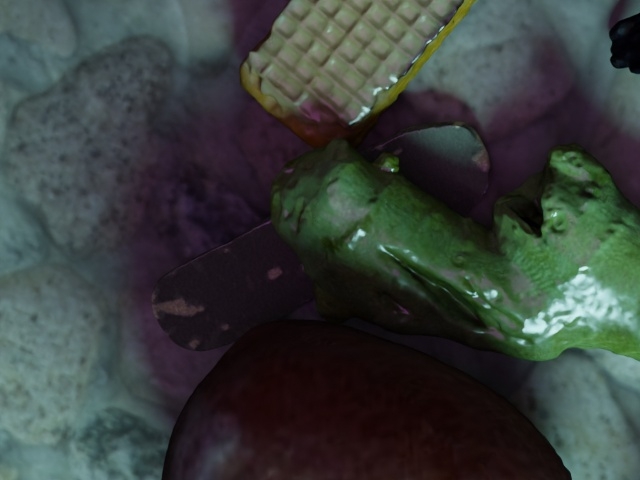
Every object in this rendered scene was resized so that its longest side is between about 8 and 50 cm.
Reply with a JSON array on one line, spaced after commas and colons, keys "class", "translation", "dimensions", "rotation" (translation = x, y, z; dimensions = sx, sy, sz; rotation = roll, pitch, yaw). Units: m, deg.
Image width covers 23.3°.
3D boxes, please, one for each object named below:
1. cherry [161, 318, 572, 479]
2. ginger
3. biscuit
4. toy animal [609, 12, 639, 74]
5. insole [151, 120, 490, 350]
[{"class": "cherry", "translation": [0.022, 0.181, 0.941], "dimensions": [0.261, 0.221, 0.307], "rotation": [-32, 75, 16]}, {"class": "ginger", "translation": [0.113, 0.005, 0.960], "dimensions": [0.290, 0.089, 0.137], "rotation": [3, 124, 10]}, {"class": "biscuit", "translation": [0.093, -0.216, 0.954], "dimensions": [0.094, 0.054, 0.378], "rotation": [40, 103, 5]}, {"class": "toy animal", "translation": [0.300, -0.104, 0.881], "dimensions": [0.272, 0.160, 0.197], "rotation": [46, 115, 41]}, {"class": "insole", "translation": [0.000, 0.000, 1.017], "dimensions": [0.248, 0.011, 0.081], "rotation": [-28, 106, 12]}]
